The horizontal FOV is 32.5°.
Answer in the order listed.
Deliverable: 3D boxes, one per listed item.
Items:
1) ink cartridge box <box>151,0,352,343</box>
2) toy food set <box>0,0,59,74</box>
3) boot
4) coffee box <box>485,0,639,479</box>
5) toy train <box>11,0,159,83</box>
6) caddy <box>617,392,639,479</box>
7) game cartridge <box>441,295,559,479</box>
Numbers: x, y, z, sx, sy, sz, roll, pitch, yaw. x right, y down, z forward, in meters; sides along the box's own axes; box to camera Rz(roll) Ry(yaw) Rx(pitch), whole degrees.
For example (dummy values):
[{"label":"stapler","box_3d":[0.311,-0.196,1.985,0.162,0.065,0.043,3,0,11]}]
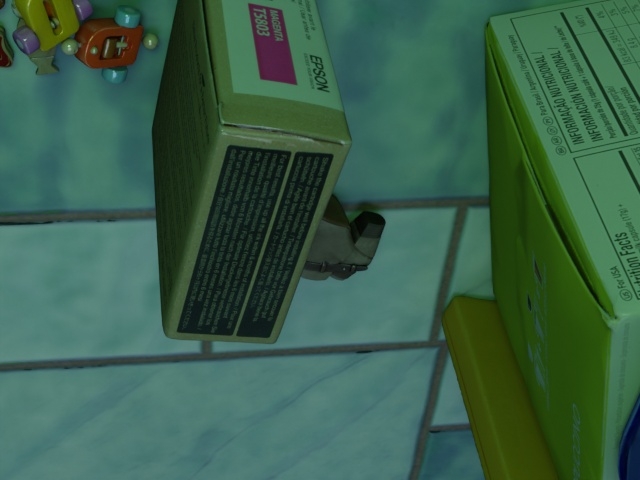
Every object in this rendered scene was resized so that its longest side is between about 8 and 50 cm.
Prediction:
[{"label":"ink cartridge box","box_3d":[-0.060,-0.076,0.774,0.088,0.234,0.193,6,134,-17]},{"label":"toy food set","box_3d":[-0.234,-0.172,0.800,0.078,0.019,0.122,-2,140,-9]},{"label":"boot","box_3d":[0.000,0.000,0.998,0.119,0.042,0.087,18,131,-25]},{"label":"coffee box","box_3d":[0.328,0.021,0.866,0.335,0.338,0.337,-11,134,0]},{"label":"toy train","box_3d":[-0.164,-0.188,0.774,0.125,0.046,0.166,-22,140,-44]},{"label":"caddy","box_3d":[0.301,0.133,0.619,0.241,0.179,0.341,15,133,10]},{"label":"game cartridge","box_3d":[0.295,0.186,1.064,0.324,0.285,0.052,7,132,-16]}]
